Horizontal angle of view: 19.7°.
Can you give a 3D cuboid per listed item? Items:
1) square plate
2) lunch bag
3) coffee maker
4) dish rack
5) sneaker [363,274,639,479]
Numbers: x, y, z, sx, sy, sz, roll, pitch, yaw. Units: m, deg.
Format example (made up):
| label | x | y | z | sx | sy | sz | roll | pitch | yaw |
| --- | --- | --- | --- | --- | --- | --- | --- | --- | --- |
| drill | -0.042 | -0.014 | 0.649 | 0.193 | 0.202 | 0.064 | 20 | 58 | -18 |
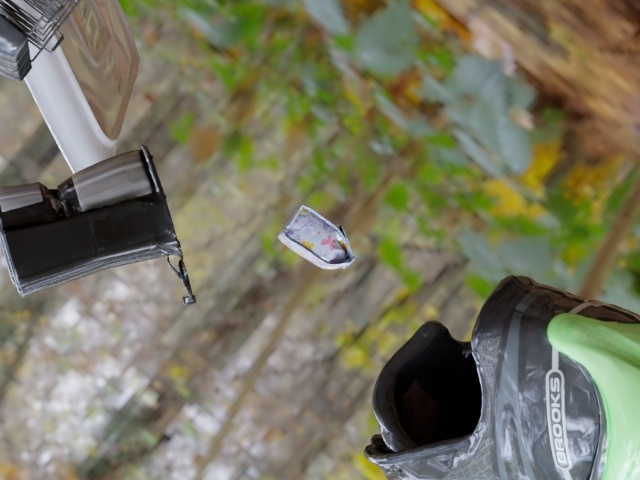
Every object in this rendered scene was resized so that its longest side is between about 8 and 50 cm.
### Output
| label | x | y | z | sx | sy | sz | roll | pitch | yaw |
| --- | --- | --- | --- | --- | --- | --- | --- | --- | --- |
| square plate | -0.309 | -0.274 | 2.290 | 0.347 | 0.049 | 0.344 | -84 | -25 | -55 |
| lunch bag | 0.000 | 0.000 | 2.050 | 0.083 | 0.053 | 0.071 | 36 | 174 | -2 |
| coffee maker | -0.242 | 0.001 | 1.928 | 0.120 | 0.178 | 0.171 | 86 | 165 | -66 |
| dish rack | -0.265 | -0.288 | 1.921 | 0.074 | 0.271 | 0.208 | 37 | 172 | -5 |
| sneaker | 0.130 | 0.154 | 1.399 | 0.202 | 0.185 | 0.483 | 31 | 147 | 3 |
